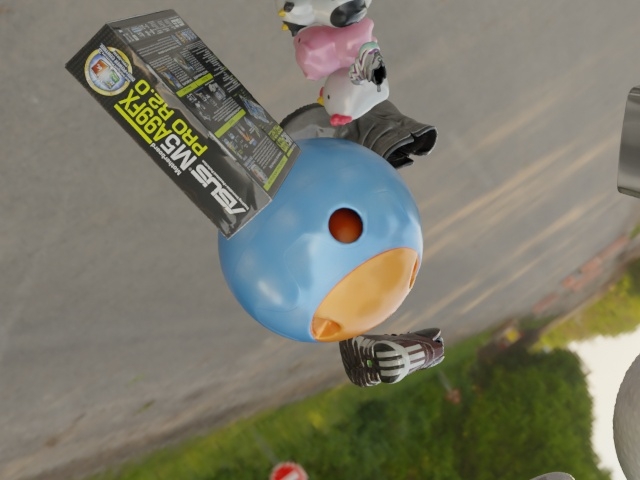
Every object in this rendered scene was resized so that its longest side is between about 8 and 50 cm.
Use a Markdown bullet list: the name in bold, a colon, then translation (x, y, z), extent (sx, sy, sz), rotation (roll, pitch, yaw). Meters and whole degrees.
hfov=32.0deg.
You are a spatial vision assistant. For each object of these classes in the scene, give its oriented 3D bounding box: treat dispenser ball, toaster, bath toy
- **treat dispenser ball**: translation (0.000, 0.000, 1.561), extent (0.288, 0.288, 0.288), rotation (-35, 169, -8)
- **toaster**: translation (0.512, -0.139, 1.594), extent (0.185, 0.110, 0.168), rotation (-19, 117, -43)
- **bath toy**: translation (0.012, -0.321, 1.806), extent (0.129, 0.151, 0.348), rotation (-59, 149, -27)

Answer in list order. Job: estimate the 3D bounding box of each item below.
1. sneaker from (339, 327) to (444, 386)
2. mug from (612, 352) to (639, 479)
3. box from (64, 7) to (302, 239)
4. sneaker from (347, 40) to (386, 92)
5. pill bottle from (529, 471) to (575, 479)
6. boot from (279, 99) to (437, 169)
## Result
- **sneaker**: translation (0.154, 0.223, 2.192), extent (0.162, 0.107, 0.281), rotation (-13, -175, -21)
- **mug**: translation (0.551, 0.274, 1.443), extent (0.276, 0.374, 0.328), rotation (-34, 158, 2)
- **box**: translation (-0.123, -0.127, 1.113), extent (0.060, 0.216, 0.270), rotation (-41, -172, 13)
- **sneaker**: translation (0.077, -0.254, 1.732), extent (0.038, 0.069, 0.098), rotation (-18, 158, -20)
- **pill bottle**: translation (0.364, 0.511, 1.565), extent (0.188, 0.334, 0.188), rotation (-34, 178, -1)
- **boot**: translation (0.071, -0.212, 2.374), extent (0.338, 0.222, 0.118), rotation (-30, 137, -26)
